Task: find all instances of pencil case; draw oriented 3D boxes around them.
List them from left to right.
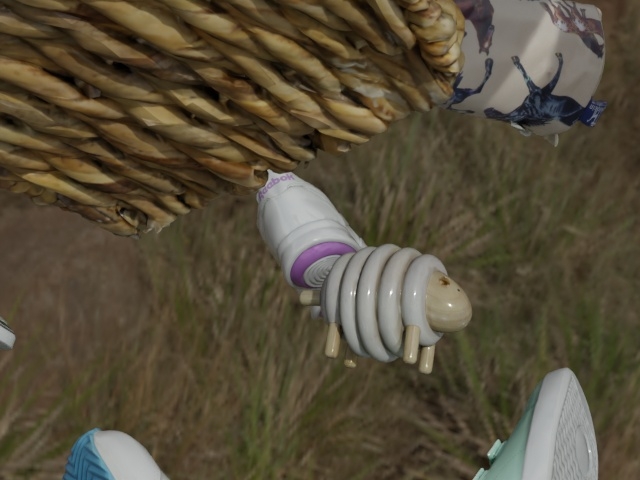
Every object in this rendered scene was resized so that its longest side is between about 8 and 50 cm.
[{"bbox_3d":[0.146,-0.229,1.742,0.410,0.183,0.160,7,10,-20],"label":"pencil case"}]

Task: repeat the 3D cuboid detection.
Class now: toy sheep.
[{"bbox_3d":[0.043,0.045,0.997,0.132,0.091,0.091,3,36,24],"label":"toy sheep"}]

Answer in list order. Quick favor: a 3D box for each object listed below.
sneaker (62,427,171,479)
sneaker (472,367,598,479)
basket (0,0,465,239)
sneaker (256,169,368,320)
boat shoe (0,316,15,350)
[{"bbox_3d":[-0.054,0.192,0.761,0.092,0.087,0.228,-27,73,-42],"label":"sneaker"},{"bbox_3d":[0.107,0.193,1.026,0.151,0.094,0.256,-8,38,31],"label":"sneaker"},{"bbox_3d":[-0.096,-0.162,0.466,0.299,0.213,0.223,22,55,-47],"label":"basket"},{"bbox_3d":[0.000,0.000,1.689,0.114,0.305,0.152,-30,69,0],"label":"sneaker"},{"bbox_3d":[-0.446,0.059,1.721,0.078,0.219,0.070,-4,55,43],"label":"boat shoe"}]
